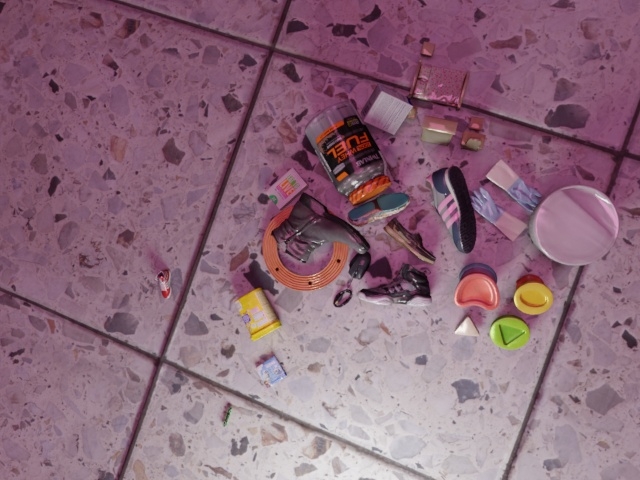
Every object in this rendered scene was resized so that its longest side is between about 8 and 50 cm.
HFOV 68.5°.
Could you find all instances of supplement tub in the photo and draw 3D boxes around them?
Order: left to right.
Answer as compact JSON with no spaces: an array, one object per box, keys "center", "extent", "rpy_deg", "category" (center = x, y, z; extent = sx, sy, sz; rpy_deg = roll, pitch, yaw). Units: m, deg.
[{"center":[0.105,-0.310,1.699],"extent":[0.207,0.207,0.338],"rpy_deg":[-30,84,7],"category":"supplement tub"}]

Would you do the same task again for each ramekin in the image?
[{"center":[0.847,-0.051,1.601],"extent":[0.273,0.127,0.272],"rpy_deg":[0,90,5],"category":"ramekin"}]

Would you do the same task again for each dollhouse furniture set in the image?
[{"center":[0.471,-0.531,1.667],"extent":[0.303,0.174,0.355],"rpy_deg":[15,90,9],"category":"dollhouse furniture set"}]

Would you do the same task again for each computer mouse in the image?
[{"center":[0.116,0.147,1.761],"extent":[0.071,0.041,0.242],"rpy_deg":[27,93,8],"category":"computer mouse"}]

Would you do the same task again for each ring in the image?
[{"center":[-0.057,0.026,1.799],"extent":[0.337,0.032,0.336],"rpy_deg":[0,87,8],"category":"ring"}]

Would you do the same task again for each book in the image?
[{"center":[-0.130,-0.200,1.823],"extent":[0.144,0.035,0.096],"rpy_deg":[-41,78,7],"category":"book"}]

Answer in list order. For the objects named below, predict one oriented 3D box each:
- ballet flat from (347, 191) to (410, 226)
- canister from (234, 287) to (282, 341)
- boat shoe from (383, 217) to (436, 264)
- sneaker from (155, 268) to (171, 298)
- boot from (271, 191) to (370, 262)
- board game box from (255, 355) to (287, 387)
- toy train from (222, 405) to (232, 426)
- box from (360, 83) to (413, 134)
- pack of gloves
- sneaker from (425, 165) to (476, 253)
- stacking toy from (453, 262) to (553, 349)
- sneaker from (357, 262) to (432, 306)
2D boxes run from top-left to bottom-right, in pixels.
[{"center":[0.215,-0.114,1.740],"extent":[0.241,0.077,0.091],"rpy_deg":[-17,62,9],"category":"ballet flat"},{"center":[-0.241,0.280,1.796],"extent":[0.126,0.073,0.169],"rpy_deg":[-30,82,7],"category":"canister"},{"center":[0.335,-0.001,1.713],"extent":[0.223,0.080,0.073],"rpy_deg":[38,99,13],"category":"boat shoe"},{"center":[-0.624,0.174,1.864],"extent":[0.042,0.067,0.118],"rpy_deg":[-2,87,9],"category":"sneaker"},{"center":[0.000,0.000,1.731],"extent":[0.338,0.118,0.222],"rpy_deg":[38,96,20],"category":"boot"},{"center":[-0.189,0.504,1.804],"extent":[0.090,0.020,0.090],"rpy_deg":[-35,82,6],"category":"board game box"},{"center":[-0.360,0.681,1.822],"extent":[0.017,0.024,0.083],"rpy_deg":[19,91,1],"category":"toy train"},{"center":[0.236,-0.469,1.684],"extent":[0.137,0.072,0.126],"rpy_deg":[18,126,-22],"category":"box"},{"center":[0.665,-0.145,1.694],"extent":[0.232,0.046,0.195],"rpy_deg":[41,93,-1],"category":"pack of gloves"},{"center":[0.471,-0.106,1.698],"extent":[0.131,0.112,0.318],"rpy_deg":[-4,103,51],"category":"sneaker"},{"center":[0.627,0.221,1.670],"extent":[0.309,0.130,0.279],"rpy_deg":[13,116,12],"category":"stacking toy"},{"center":[0.271,0.157,1.709],"extent":[0.269,0.101,0.153],"rpy_deg":[3,87,3],"category":"sneaker"}]
